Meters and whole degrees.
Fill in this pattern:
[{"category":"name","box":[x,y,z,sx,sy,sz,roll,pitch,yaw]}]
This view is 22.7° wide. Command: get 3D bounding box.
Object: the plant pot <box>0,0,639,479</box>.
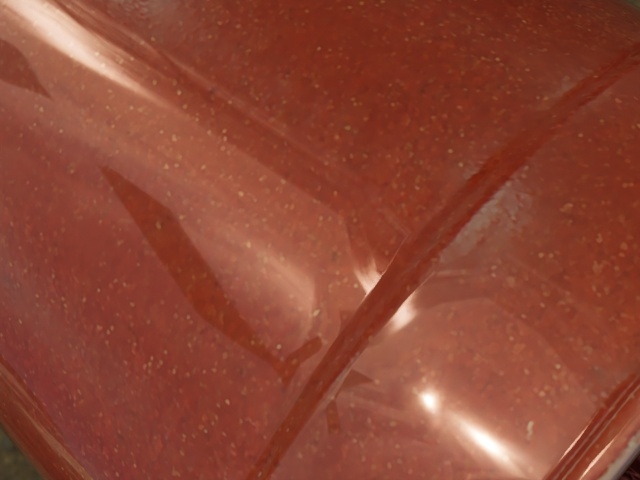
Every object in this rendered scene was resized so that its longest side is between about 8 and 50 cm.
[{"category":"plant pot","box":[0.000,0.000,0.497,0.265,0.272,0.272,39,143,20]}]
